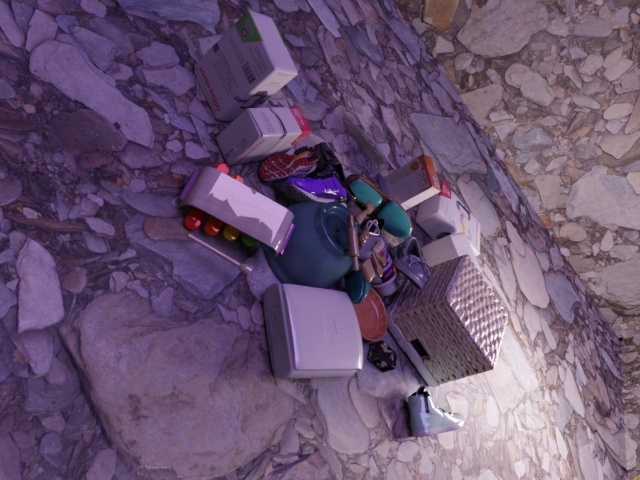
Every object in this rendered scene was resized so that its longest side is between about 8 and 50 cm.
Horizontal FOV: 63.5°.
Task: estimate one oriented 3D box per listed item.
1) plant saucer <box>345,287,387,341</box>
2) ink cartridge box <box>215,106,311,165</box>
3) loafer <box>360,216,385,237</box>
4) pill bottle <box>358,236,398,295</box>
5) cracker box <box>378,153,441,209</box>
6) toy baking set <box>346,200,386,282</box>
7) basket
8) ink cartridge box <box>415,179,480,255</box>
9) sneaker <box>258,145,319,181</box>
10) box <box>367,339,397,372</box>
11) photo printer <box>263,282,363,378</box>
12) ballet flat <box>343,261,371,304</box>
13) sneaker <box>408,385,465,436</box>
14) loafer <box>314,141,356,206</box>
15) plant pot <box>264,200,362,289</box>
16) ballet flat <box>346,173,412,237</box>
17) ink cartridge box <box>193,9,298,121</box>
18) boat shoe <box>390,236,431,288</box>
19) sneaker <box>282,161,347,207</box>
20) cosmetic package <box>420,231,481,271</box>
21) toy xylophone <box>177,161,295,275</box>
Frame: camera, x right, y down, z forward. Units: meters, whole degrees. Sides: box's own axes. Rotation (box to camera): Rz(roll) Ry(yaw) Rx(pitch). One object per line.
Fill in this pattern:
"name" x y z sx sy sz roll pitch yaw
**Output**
"plant saucer" 0.142 0.235 1.688 0.200 0.037 0.200 28 47 -35
"ink cartridge box" -0.172 -0.320 1.575 0.237 0.172 0.100 -20 81 -52
"loafer" 0.174 -0.028 1.857 0.080 0.078 0.220 49 39 -14
"pill bottle" 0.196 0.092 1.760 0.193 0.108 0.108 63 33 -28
"cracker box" 0.350 -0.218 2.053 0.067 0.232 0.156 18 55 -43
"toy baking set" 0.131 0.000 1.518 0.197 0.030 0.256 11 69 -58
"basket" 0.449 0.277 1.827 0.328 0.266 0.331 55 40 -9
"ink cartridge box" 0.575 -0.081 2.306 0.306 0.131 0.226 41 41 -21
"sneaker" -0.102 -0.228 1.669 0.225 0.093 0.088 -22 65 -35
"box" 0.198 0.370 1.652 0.083 0.052 0.062 43 40 -23
"photo printer" -0.005 0.257 1.448 0.307 0.107 0.256 14 57 -43
"ballet flat" 0.118 0.123 1.637 0.087 0.083 0.247 33 19 -32
"sneaker" 0.386 0.552 1.708 0.256 0.094 0.151 8 67 -43
"loafer" 0.060 -0.244 1.861 0.096 0.084 0.267 -4 70 -49
"plant pot" 0.000 0.000 1.547 0.293 0.196 0.293 27 48 -35
"ballet flat" 0.219 -0.143 1.976 0.342 0.116 0.124 36 19 -23
"ink cartridge box" -0.229 -0.513 1.553 0.115 0.273 0.198 -15 79 -54
"boat shoe" 0.328 0.072 1.851 0.118 0.103 0.320 43 13 -10
"sneaker" -0.012 -0.192 1.695 0.293 0.102 0.146 13 85 -52
"cosmetic package" 0.541 0.079 2.146 0.151 0.151 0.184 -8 74 -51
"toy xylophone" -0.225 -0.054 1.359 0.322 0.081 0.236 37 69 -13
